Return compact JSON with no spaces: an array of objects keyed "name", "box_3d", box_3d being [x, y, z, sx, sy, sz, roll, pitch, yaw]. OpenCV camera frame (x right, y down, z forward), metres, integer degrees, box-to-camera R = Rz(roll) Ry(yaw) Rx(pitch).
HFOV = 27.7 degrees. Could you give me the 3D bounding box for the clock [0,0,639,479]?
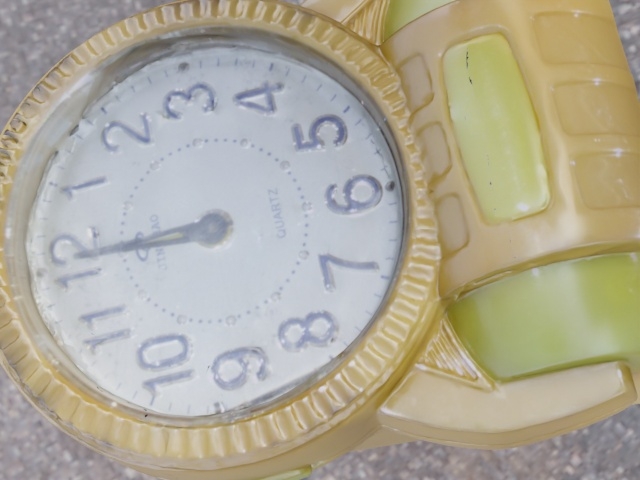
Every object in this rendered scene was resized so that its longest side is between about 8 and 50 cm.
[{"name":"clock","box_3d":[0.000,0.000,0.637,0.200,0.316,0.244,72,-176,-69]}]
